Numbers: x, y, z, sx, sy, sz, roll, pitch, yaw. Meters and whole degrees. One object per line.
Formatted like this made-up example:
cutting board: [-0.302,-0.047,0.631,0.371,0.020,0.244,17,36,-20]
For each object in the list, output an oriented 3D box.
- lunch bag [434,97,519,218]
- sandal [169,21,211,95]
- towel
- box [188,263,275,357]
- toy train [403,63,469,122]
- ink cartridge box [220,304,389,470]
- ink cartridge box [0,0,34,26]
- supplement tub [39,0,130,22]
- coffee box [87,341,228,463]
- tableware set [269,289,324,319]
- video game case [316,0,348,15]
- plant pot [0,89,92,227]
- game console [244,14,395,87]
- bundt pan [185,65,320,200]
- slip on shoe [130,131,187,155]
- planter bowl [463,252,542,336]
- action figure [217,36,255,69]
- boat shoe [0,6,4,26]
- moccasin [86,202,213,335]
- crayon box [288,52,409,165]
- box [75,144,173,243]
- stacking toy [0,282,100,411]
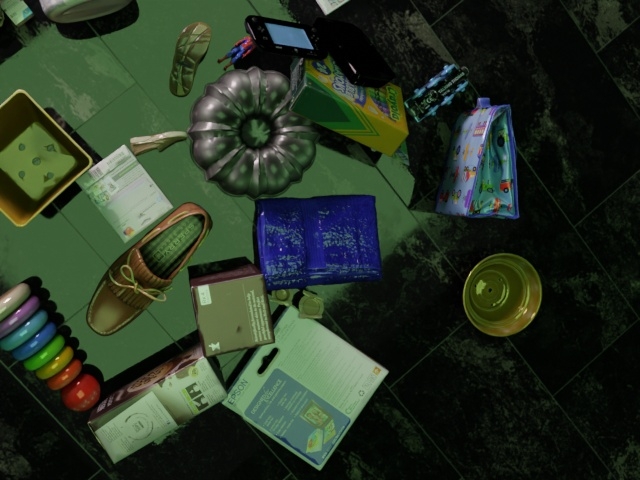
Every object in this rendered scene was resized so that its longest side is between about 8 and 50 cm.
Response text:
lunch bag: [0.386,-0.204,1.818,0.138,0.221,0.293,1,95,-12]
sandal: [-0.312,-0.432,1.750,0.072,0.049,0.180,20,105,-7]
towel: [0.000,0.000,1.809,0.309,0.076,0.227,-4,84,-14]
box: [-0.212,0.160,1.736,0.167,0.203,0.168,-10,97,-11]
toy train: [0.289,-0.369,1.844,0.184,0.105,0.080,-39,98,-6]
ink cartridge box: [-0.039,0.363,1.853,0.307,0.072,0.303,36,87,-2]
ink cartridge box: [-0.696,-0.533,1.669,0.048,0.028,0.083,-39,101,-6]
supplement tub: [-0.549,-0.665,1.598,0.207,0.207,0.337,-19,99,-9]
coffee box: [-0.379,0.375,1.738,0.297,0.168,0.118,-30,100,-8]
tableware set: [-0.047,0.111,1.833,0.141,0.020,0.168,19,69,-11]
video game case: [0.039,-0.657,1.813,0.157,0.019,0.143,-35,101,-7]
plant pot: [-0.643,-0.178,1.628,0.212,0.187,0.212,-44,101,-4]
game console: [-0.005,-0.442,1.685,0.362,0.213,0.044,-4,141,-39]
bundt pan: [-0.151,-0.257,1.756,0.331,0.124,0.330,-1,95,-12]
slip on shoe: [-0.380,-0.230,1.746,0.136,0.051,0.041,-9,91,-8]
planter bowl: [0.459,0.136,1.927,0.217,0.090,0.217,-1,96,-11]
action figure: [-0.193,-0.459,1.779,0.115,0.030,0.038,-41,96,-8]
boat shoe: [-0.745,-0.502,1.614,0.302,0.113,0.103,-39,120,14]
moccasin: [-0.396,0.072,1.719,0.380,0.147,0.139,-41,101,-6]
crayon box: [0.087,-0.324,1.737,0.323,0.203,0.083,22,129,-20]
box: [-0.463,-0.110,1.747,0.145,0.038,0.186,-38,100,-6]
stacking toy: [-0.629,0.261,1.703,0.141,0.141,0.330,-39,106,-6]
